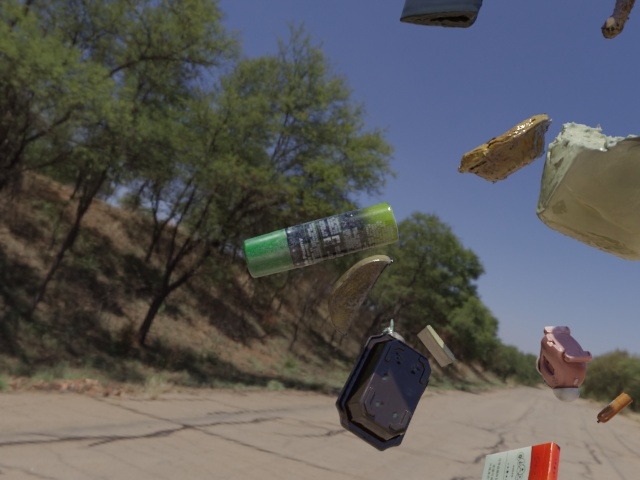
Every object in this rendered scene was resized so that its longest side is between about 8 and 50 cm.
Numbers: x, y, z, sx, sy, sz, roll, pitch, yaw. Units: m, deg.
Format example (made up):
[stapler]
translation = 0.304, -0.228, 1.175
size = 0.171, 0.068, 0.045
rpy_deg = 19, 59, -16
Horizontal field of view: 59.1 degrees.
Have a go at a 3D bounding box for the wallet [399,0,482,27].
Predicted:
[wallet]
translation = 0.271, -0.546, 1.157
size = 0.168, 0.245, 0.052
rpy_deg = 12, -15, 30

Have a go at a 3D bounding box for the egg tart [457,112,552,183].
[egg tart]
translation = 0.633, -0.296, 1.908
size = 0.352, 0.150, 0.352
rpy_deg = -31, -3, -2

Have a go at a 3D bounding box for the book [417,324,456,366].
[book]
translation = 0.441, 0.404, 2.158
size = 0.160, 0.024, 0.228
rpy_deg = 53, -9, 14

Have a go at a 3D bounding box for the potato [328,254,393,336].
[potato]
translation = 0.079, 0.121, 1.547
size = 0.100, 0.261, 0.120
rpy_deg = 24, 16, -19

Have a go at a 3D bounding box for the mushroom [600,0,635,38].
[mushroom]
translation = 0.721, -0.573, 1.302
size = 0.148, 0.218, 0.227
rpy_deg = 21, -6, -10

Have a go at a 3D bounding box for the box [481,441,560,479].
[box]
translation = 0.530, 0.627, 1.517
size = 0.035, 0.139, 0.245
rpy_deg = 38, -42, -11

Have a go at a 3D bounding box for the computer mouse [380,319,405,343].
[computer mouse]
translation = 0.245, 0.483, 2.151
size = 0.199, 0.389, 0.115
rpy_deg = -17, -49, 38

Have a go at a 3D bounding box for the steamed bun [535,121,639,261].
[steamed bun]
translation = 0.591, -0.116, 1.131
size = 0.290, 0.274, 0.272
rpy_deg = 18, 1, 19

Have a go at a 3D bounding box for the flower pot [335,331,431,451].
[flower pot]
translation = 0.158, 0.333, 1.275
size = 0.178, 0.251, 0.084
rpy_deg = 33, -27, -4

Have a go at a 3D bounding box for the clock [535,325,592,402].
[clock]
translation = 0.639, 0.334, 1.519
size = 0.092, 0.162, 0.166
rpy_deg = -2, 27, -7

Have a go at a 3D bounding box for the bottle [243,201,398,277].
[bottle]
translation = 0.000, 0.000, 1.234
size = 0.330, 0.093, 0.093
rpy_deg = -15, -10, 0

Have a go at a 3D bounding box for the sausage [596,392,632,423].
[sausage]
translation = 0.766, 0.443, 1.480
size = 0.031, 0.107, 0.031
rpy_deg = 50, -1, 1
